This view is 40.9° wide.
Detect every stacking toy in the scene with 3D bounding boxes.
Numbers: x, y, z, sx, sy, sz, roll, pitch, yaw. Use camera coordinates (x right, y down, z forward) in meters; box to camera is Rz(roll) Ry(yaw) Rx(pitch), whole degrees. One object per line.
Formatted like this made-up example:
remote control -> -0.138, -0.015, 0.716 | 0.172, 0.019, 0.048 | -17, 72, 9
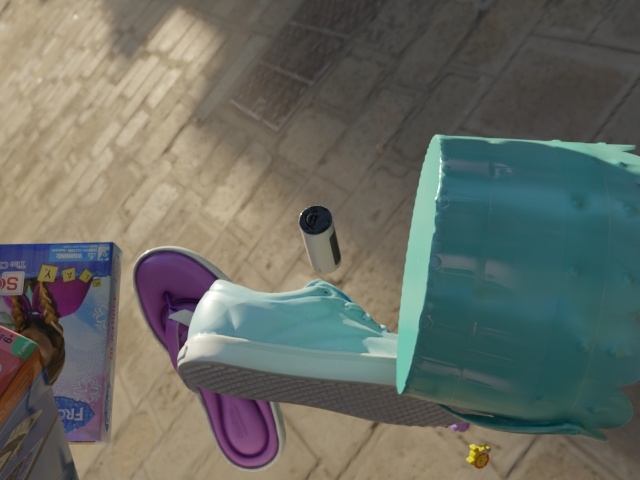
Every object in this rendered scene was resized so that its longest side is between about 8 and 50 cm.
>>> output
stacking toy -> 0.311, 0.341, 1.806 | 0.167, 0.052, 0.221 | 37, 120, 57

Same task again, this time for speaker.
speaker -> 0.000, 0.000, 1.380 | 0.055, 0.136, 0.055 | -3, 60, 6

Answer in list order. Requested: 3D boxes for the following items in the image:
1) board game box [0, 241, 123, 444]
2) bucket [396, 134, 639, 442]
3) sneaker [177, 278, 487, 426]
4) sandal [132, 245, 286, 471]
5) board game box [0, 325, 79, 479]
board game box -> -0.485, 0.163, 1.359 | 0.318, 0.066, 0.318 | -2, 73, 2
bucket -> 0.174, 0.035, 0.780 | 0.281, 0.183, 0.281 | 9, -90, -88
sneaker -> 0.028, 0.113, 0.986 | 0.135, 0.365, 0.150 | 102, 179, -61
sandal -> -0.174, 0.195, 1.409 | 0.169, 0.416, 0.102 | -28, 5, 9
board game box -> -0.168, 0.173, 0.269 | 0.145, 0.027, 0.281 | 104, -169, -54
